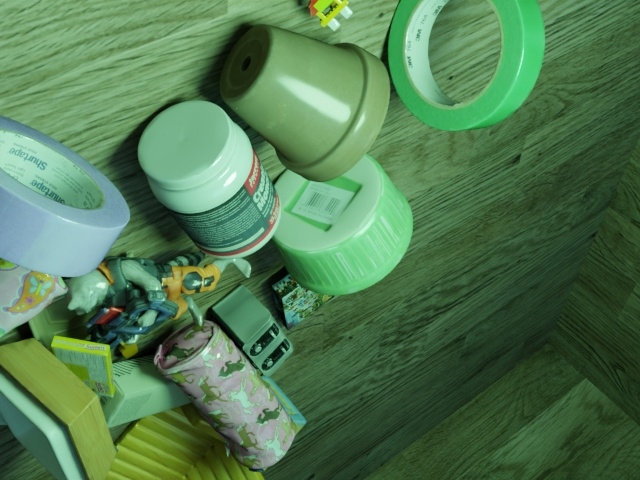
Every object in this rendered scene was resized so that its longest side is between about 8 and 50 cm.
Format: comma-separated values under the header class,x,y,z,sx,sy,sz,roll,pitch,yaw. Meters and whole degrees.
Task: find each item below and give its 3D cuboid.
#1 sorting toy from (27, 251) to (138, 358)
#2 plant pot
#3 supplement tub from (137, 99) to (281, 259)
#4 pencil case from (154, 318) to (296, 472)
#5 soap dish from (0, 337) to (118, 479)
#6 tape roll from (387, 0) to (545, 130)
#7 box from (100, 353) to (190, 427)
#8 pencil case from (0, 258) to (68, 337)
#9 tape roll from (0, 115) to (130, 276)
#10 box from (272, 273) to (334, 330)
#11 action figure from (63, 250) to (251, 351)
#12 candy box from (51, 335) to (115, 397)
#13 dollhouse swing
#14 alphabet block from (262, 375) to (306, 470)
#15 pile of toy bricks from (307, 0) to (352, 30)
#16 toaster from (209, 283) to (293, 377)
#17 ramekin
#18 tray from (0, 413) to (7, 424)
class,x,y,z,sx,sy,sz,roll,pitch,yaw
sorting toy,-0.461,0.167,1.529,0.229,0.041,0.307,-30,148,-27
plant pot,-0.045,-0.265,1.344,0.229,0.263,0.263,25,108,-37
supplement tub,-0.194,-0.103,1.372,0.191,0.191,0.272,-40,149,-8
pencil case,-0.209,0.347,1.699,0.167,0.160,0.386,-46,123,-24
soap dish,-0.502,0.333,1.435,0.118,0.229,0.291,-41,153,-33
tape roll,0.275,-0.376,1.477,0.077,0.321,0.321,-11,135,-43
box,-0.383,0.326,1.713,0.113,0.094,0.275,-54,155,21
pencil case,-0.570,0.119,1.268,0.284,0.124,0.124,-37,148,-11
tape roll,-0.412,-0.069,1.075,0.090,0.275,0.275,-52,148,13
box,-0.039,0.130,1.926,0.159,0.044,0.233,-35,158,-14
action figure,-0.348,0.106,1.457,0.341,0.179,0.330,-29,159,37
candy box,-0.459,0.249,1.483,0.105,0.027,0.206,9,145,-6
dollhouse swing,-0.327,0.612,1.838,0.315,0.305,0.347,37,100,-32
alphabet block,-0.194,0.498,2.080,0.197,0.192,0.193,-51,147,7
pile of toy bricks,0.053,-0.485,1.323,0.212,0.118,0.105,-40,124,23
toaster,-0.166,0.211,1.803,0.110,0.185,0.168,-41,141,-12
ramekin,0.030,-0.051,1.605,0.303,0.303,0.148,-42,141,-5
tray,-0.593,0.314,1.548,0.145,0.030,0.270,-50,149,10
